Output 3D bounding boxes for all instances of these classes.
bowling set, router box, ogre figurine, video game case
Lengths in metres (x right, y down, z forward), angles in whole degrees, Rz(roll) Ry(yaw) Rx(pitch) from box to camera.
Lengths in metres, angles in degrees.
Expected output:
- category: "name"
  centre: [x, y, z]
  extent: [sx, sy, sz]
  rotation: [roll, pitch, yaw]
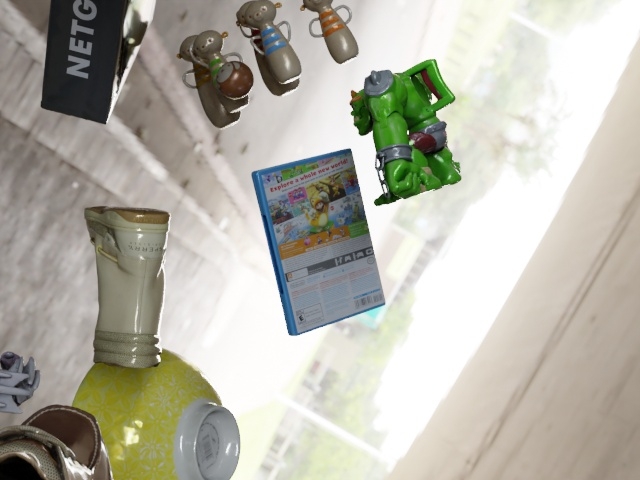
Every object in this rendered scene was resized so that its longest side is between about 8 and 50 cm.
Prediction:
- category: "bowling set"
  centre: [-0.101, -0.286, 1.763]
  extent: [0.287, 0.154, 0.200]
  rotation: [-26, 177, 16]
- category: "router box"
  centre: [-0.227, -0.324, 1.339]
  extent: [0.243, 0.081, 0.309]
  rotation: [-79, -175, -48]
- category: "ogre figurine"
  centre: [0.085, -0.101, 1.121]
  extent: [0.097, 0.118, 0.197]
  rotation: [-16, -179, 40]
- category: "video game case"
  centre: [0.000, 0.000, 1.205]
  extent: [0.119, 0.166, 0.015]
  rotation: [-17, -173, -34]

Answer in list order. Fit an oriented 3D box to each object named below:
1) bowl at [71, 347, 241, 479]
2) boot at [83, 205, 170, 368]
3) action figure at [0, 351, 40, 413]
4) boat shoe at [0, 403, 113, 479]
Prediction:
- category: "bowl"
  centre: [-0.208, 0.289, 1.703]
  extent: [0.289, 0.156, 0.289]
  rotation: [5, 84, -60]
- category: "boot"
  centre: [-0.251, 0.059, 1.540]
  extent: [0.262, 0.095, 0.203]
  rotation: [-176, -92, -68]
- category: "action figure"
  centre: [-0.367, 0.133, 1.134]
  extent: [0.285, 0.185, 0.099]
  rotation: [-41, -150, 62]
- category: "boat shoe"
  centre: [-0.236, 0.212, 0.990]
  extent: [0.324, 0.123, 0.116]
  rotation: [-87, -171, -70]
